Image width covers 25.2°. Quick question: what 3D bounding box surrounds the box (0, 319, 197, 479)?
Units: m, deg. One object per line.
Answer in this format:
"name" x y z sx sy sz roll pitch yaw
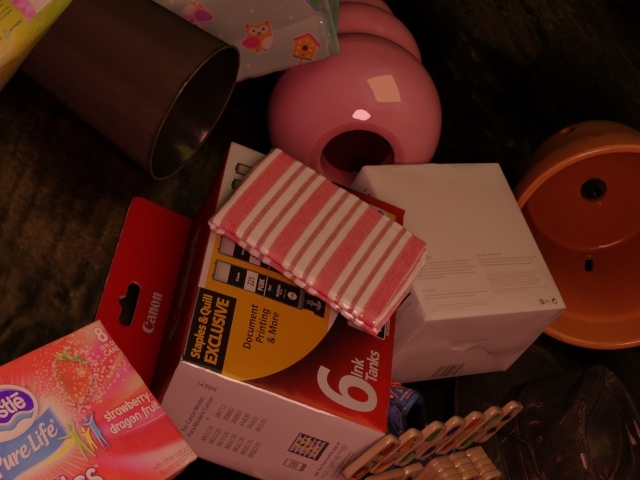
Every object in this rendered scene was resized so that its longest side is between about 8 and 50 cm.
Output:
"box" -0.263 0.198 1.121 0.154 0.142 0.300 54 37 8

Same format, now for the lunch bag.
"lunch bag" -0.094 -0.303 1.658 0.262 0.223 0.160 -91 164 -52

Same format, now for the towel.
"towel" 0.000 0.000 1.391 0.197 0.029 0.144 33 40 5

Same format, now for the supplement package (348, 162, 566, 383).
"supplement package" 0.131 0.036 1.627 0.194 0.149 0.203 -3 57 -31

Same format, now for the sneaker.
"sneaker" 0.066 0.173 1.526 0.221 0.087 0.083 49 35 2

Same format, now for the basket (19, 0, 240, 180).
"basket" -0.219 -0.193 1.481 0.227 0.204 0.154 35 74 6

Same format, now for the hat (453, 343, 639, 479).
"hat" 0.300 0.233 1.676 0.331 0.134 0.331 26 42 -26

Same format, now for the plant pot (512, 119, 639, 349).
"plant pot" 0.372 -0.030 1.889 0.291 0.291 0.203 36 21 -16

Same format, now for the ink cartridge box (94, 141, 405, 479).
"ink cartridge box" -0.071 0.064 1.404 0.271 0.130 0.309 21 42 -12

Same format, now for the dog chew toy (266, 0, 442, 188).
"dog chew toy" 0.038 -0.193 1.745 0.206 0.206 0.332 30 32 -23

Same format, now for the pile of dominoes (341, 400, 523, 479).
"pile of dominoes" 0.085 0.245 1.386 0.251 0.196 0.040 -6 51 -48

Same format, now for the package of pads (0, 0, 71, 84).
"package of pads" -0.344 -0.152 1.280 0.101 0.229 0.296 41 38 -10
